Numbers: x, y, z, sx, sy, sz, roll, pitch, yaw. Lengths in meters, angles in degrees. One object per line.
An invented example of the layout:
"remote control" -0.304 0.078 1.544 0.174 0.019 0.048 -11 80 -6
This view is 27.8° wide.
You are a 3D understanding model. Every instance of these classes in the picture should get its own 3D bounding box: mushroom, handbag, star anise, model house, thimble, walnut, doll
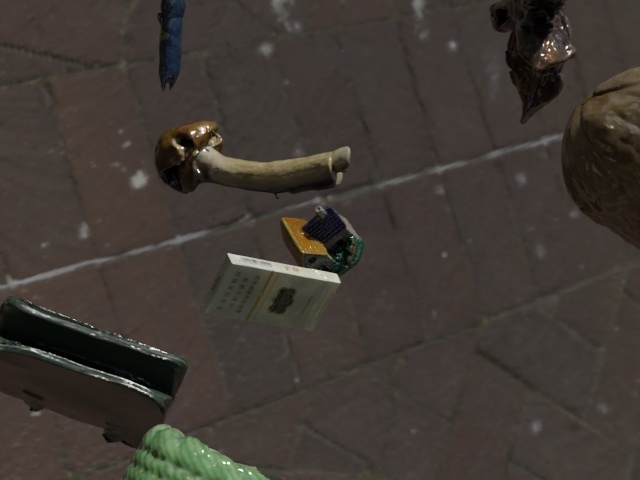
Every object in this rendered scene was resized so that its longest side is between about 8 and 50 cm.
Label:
"mushroom" -0.053 -0.066 1.058 0.061 0.187 0.060 -52 140 -47
"handbag" -0.307 0.180 1.660 0.247 0.260 0.079 20 64 -4
"star anise" 0.214 -0.251 1.332 0.081 0.230 0.262 -12 48 1
"model house" 0.000 0.000 1.988 0.100 0.100 0.088 46 10 -50
"thimble" -0.132 0.317 1.495 0.219 0.219 0.150 31 78 -25
"walnut" 0.331 -0.062 1.188 0.230 0.178 0.178 36 60 2
"doll" -0.184 -0.246 1.590 0.037 0.027 0.125 -16 116 -61

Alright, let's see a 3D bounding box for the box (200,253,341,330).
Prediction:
"box" -0.064 0.070 1.699 0.167 0.090 0.024 11 33 -31
